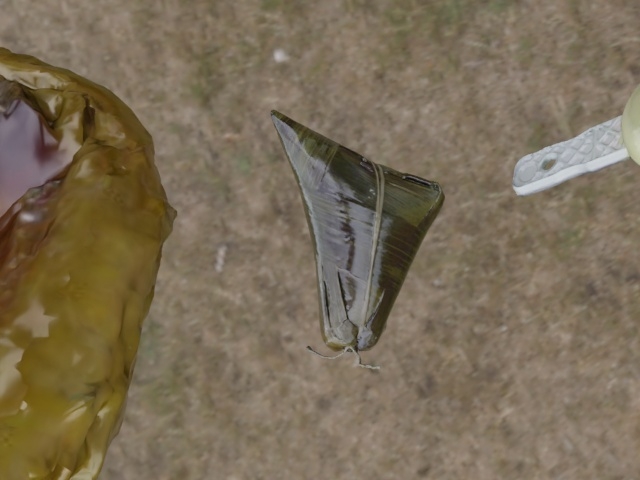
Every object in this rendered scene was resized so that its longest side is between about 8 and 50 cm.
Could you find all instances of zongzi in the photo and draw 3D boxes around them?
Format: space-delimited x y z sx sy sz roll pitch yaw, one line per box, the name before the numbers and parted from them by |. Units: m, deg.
zongzi | 0.000 0.000 1.212 0.184 0.187 0.084 27 167 -15

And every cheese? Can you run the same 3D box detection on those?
cheese | 0.248 -0.084 0.978 0.251 0.127 0.054 -22 131 36

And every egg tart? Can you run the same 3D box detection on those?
egg tart | -0.195 0.080 0.450 0.339 0.351 0.153 26 159 41
